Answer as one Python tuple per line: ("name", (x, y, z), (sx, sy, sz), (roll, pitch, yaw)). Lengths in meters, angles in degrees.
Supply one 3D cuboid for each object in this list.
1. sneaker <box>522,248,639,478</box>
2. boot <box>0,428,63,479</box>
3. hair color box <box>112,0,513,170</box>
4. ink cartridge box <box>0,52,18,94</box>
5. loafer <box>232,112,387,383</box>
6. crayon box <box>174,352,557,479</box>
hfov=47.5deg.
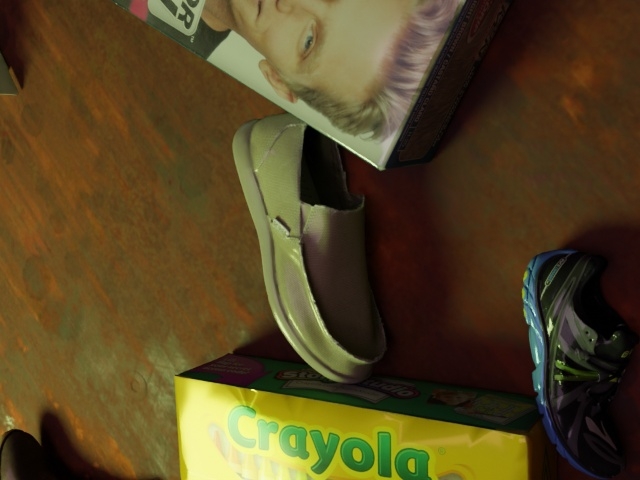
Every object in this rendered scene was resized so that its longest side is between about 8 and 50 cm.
("sneaker", (0.213, 0.099, 0.576), (0.078, 0.067, 0.188), (-11, 90, 38))
("boot", (-0.303, 0.339, 0.941), (0.206, 0.090, 0.249), (-24, 84, 20))
("hair color box", (-0.024, -0.223, 0.642), (0.347, 0.105, 0.174), (34, 115, 21))
("ink cartridge box", (-0.469, -0.245, 0.908), (0.061, 0.104, 0.181), (-32, 81, 32))
("loafer", (0.000, 0.000, 0.668), (0.092, 0.102, 0.269), (-26, 84, 38))
("crayon box", (0.033, 0.289, 0.696), (0.362, 0.106, 0.313), (2, 99, 31))
